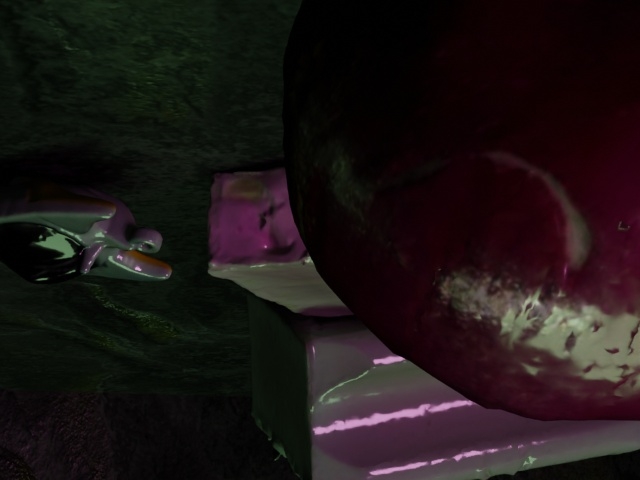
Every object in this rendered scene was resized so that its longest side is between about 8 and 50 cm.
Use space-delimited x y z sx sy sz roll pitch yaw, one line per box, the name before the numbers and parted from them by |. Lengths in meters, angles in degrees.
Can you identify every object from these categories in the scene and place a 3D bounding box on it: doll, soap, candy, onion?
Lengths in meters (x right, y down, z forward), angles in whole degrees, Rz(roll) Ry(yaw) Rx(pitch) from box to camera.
doll | -0.299 -0.008 1.302 0.316 0.103 0.146 1 130 18
soap | 0.148 0.156 1.630 0.435 0.213 0.350 -7 -171 -12
candy | 0.000 0.000 1.383 0.155 0.116 0.265 -5 165 22
onion | 0.148 -0.105 0.669 0.347 0.348 0.385 -1 131 -9
